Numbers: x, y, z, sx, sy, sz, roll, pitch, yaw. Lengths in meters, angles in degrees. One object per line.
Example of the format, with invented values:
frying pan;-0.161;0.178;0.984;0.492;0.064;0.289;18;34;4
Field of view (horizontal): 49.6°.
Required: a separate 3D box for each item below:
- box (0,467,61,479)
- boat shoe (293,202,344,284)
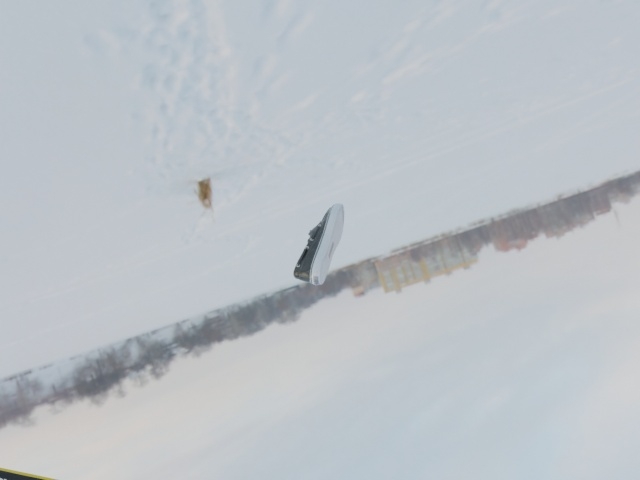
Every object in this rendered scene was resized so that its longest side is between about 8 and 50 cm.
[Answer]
box;-0.433;0.459;0.981;0.257;0.079;0.322;19;121;-22
boat shoe;0.000;0.000;0.957;0.040;0.049;0.142;7;-132;16
